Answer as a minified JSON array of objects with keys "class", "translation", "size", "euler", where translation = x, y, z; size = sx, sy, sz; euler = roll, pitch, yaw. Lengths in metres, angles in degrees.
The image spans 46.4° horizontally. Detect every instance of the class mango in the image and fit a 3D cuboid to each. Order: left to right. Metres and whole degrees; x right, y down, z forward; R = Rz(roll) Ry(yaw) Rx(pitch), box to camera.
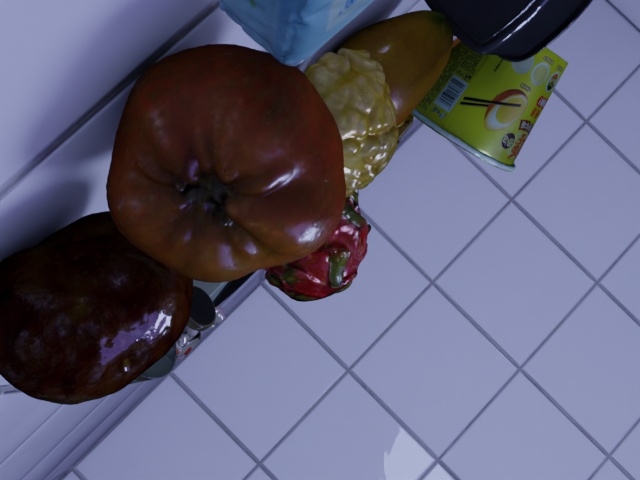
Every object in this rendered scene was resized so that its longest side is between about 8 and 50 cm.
[{"class":"mango","translation":[0.081,-0.210,0.945],"size":[0.221,0.120,0.151],"euler":[-43,-178,-38]}]

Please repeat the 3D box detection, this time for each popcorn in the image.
[{"class":"popcorn","translation":[0.000,-0.119,0.791],"size":[0.180,0.170,0.180],"euler":[-51,-166,19]}]

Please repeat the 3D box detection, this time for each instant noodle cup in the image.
[{"class":"instant noodle cup","translation":[0.307,-0.303,1.413],"size":[0.221,0.311,0.311],"euler":[-56,174,20]}]

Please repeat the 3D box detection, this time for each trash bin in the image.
[{"class":"trash bin","translation":[0.279,-0.367,1.058],"size":[0.209,0.182,0.290],"euler":[-44,173,30]}]

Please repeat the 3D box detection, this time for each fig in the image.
[{"class":"fig","translation":[-0.199,0.078,0.662],"size":[0.170,0.145,0.274],"euler":[-37,166,-24]}]

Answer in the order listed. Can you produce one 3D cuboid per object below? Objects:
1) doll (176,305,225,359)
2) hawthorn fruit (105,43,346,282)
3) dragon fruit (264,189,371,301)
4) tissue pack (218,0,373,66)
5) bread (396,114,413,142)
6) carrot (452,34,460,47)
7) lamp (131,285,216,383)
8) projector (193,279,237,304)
[{"class":"doll","translation":[-0.291,0.184,1.553],"size":[0.192,0.095,0.149],"euler":[-45,172,33]},{"class":"hawthorn fruit","translation":[-0.064,-0.056,0.552],"size":[0.189,0.189,0.189],"euler":[-45,177,-3]},{"class":"dragon fruit","translation":[-0.011,-0.004,1.640],"size":[0.231,0.237,0.303],"euler":[-73,-172,-46]},{"class":"tissue pack","translation":[0.027,-0.219,0.381],"size":[0.177,0.089,0.263],"euler":[-46,175,-12]},{"class":"bread","translation":[0.108,-0.219,1.537],"size":[0.181,0.096,0.222],"euler":[-49,176,15]},{"class":"carrot","translation":[0.162,-0.319,1.310],"size":[0.336,0.069,0.069],"euler":[-40,180,22]},{"class":"lamp","translation":[-0.259,0.152,1.163],"size":[0.214,0.121,0.121],"euler":[-31,-176,27]},{"class":"projector","translation":[-0.146,0.019,1.392],"size":[0.259,0.079,0.257],"euler":[-45,178,0]}]
